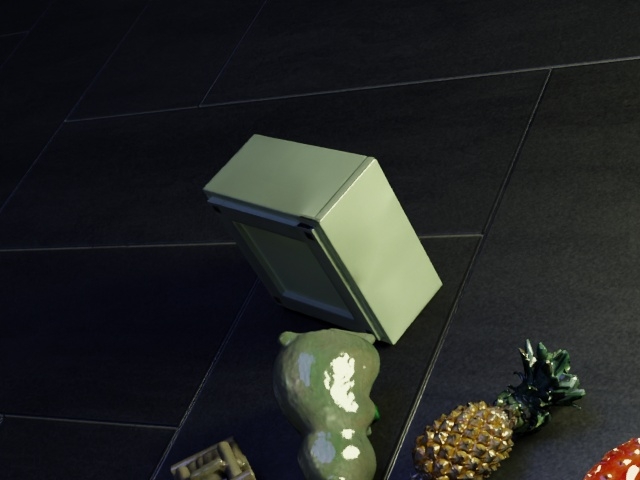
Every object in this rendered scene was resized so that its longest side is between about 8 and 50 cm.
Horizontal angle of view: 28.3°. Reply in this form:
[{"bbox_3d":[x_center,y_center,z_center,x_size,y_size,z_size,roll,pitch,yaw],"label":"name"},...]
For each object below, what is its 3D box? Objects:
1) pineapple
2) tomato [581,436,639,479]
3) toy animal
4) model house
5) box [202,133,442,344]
[{"bbox_3d":[0.182,0.196,1.360,0.221,0.103,0.083,-37,36,-5],"label":"pineapple"},{"bbox_3d":[0.342,0.283,1.152,0.228,0.101,0.228,-13,41,11],"label":"tomato"},{"bbox_3d":[0.012,0.227,1.443,0.127,0.125,0.251,-2,56,-4],"label":"toy animal"},{"bbox_3d":[-0.142,0.318,1.438,0.229,0.122,0.188,-36,34,0],"label":"model house"},{"bbox_3d":[0.000,0.000,1.613,0.225,0.225,0.117,15,56,45],"label":"box"}]
